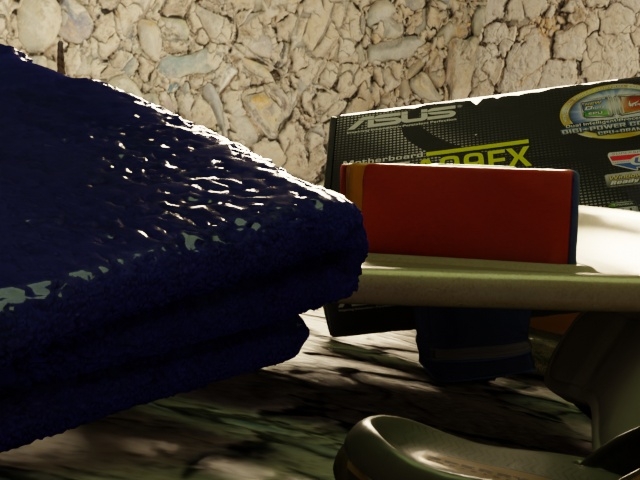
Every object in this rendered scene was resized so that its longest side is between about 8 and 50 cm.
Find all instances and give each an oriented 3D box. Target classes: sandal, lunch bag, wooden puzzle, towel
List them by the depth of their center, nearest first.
[{"bbox_3d":[0.115,0.078,0.491,0.219,0.060,0.090,12,2,11],"label":"sandal"},{"bbox_3d":[-0.162,-0.015,0.565,0.308,0.076,0.227,24,27,33],"label":"towel"},{"bbox_3d":[-0.005,-0.010,0.796,0.347,0.081,0.322,-3,3,-3],"label":"wooden puzzle"},{"bbox_3d":[0.091,0.054,0.921,0.067,0.065,0.098,-4,4,-2],"label":"lunch bag"},{"bbox_3d":[0.167,0.083,1.060,0.148,0.027,0.110,13,3,5],"label":"towel"}]

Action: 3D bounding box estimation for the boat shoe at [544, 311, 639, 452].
[{"bbox_3d":[0.158,0.074,0.672,0.065,0.075,0.206,33,3,-8],"label":"boat shoe"}]

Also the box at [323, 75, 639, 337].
[{"bbox_3d":[0.137,-0.030,1.071,0.270,0.060,0.216,-6,33,8],"label":"box"}]

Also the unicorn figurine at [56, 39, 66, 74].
[{"bbox_3d":[-0.172,-0.026,0.817,0.060,0.162,0.111,41,-4,-13],"label":"unicorn figurine"}]

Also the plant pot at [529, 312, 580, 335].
[{"bbox_3d":[0.174,0.004,1.225,0.188,0.205,0.205,-6,7,-15],"label":"plant pot"}]
